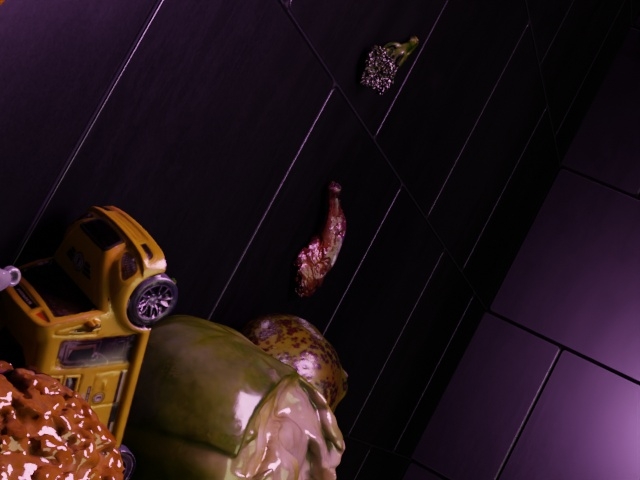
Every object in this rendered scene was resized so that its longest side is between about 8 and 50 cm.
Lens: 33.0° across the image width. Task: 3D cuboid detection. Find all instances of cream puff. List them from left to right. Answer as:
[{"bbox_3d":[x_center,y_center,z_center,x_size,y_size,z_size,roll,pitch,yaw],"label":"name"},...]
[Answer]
[{"bbox_3d":[-0.342,0.212,0.928,0.327,0.343,0.231,-178,-90,-72],"label":"cream puff"}]

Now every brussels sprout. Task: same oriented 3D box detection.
[{"bbox_3d":[-0.136,0.252,1.400,0.371,0.314,0.276,40,66,-53],"label":"brussels sprout"}]

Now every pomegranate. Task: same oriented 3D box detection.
[{"bbox_3d":[-0.086,0.234,1.631,0.276,0.204,0.222,-35,146,-51],"label":"pomegranate"}]

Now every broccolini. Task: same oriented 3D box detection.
[{"bbox_3d":[0.112,-0.298,1.742,0.074,0.058,0.201,-60,179,31],"label":"broccolini"}]

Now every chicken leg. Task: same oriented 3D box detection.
[{"bbox_3d":[0.003,0.002,1.802,0.093,0.053,0.205,12,100,-54],"label":"chicken leg"}]

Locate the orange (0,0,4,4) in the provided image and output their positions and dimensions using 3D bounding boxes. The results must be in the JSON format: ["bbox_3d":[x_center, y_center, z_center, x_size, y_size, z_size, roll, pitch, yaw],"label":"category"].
[{"bbox_3d":[-0.285,-0.221,0.748,0.136,0.159,0.159,-107,-160,-49],"label":"orange"}]

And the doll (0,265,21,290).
[{"bbox_3d":[-0.361,0.049,0.957,0.227,0.075,0.102,-17,120,-50],"label":"doll"}]

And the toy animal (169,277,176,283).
[{"bbox_3d":[-0.231,0.065,1.328,0.217,0.041,0.075,38,67,-72],"label":"toy animal"}]

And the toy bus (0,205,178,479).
[{"bbox_3d":[-0.271,0.132,1.155,0.151,0.145,0.331,-3,119,-40],"label":"toy bus"}]
